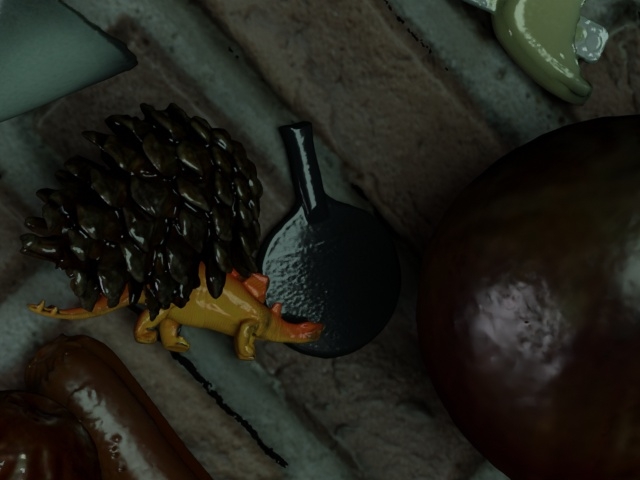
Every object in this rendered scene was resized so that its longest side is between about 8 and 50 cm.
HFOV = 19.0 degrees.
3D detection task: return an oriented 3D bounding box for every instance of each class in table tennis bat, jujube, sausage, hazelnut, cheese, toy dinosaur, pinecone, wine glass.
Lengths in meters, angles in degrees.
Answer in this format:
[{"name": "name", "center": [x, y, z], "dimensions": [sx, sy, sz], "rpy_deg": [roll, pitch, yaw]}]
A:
[{"name": "table tennis bat", "center": [0.000, 0.000, 1.868], "dimensions": [0.150, 0.027, 0.236], "rpy_deg": [-16, 100, -17]}, {"name": "jujube", "center": [-0.299, 0.272, 1.691], "dimensions": [0.197, 0.197, 0.290], "rpy_deg": [21, 103, -19]}, {"name": "sausage", "center": [-0.158, 0.229, 1.796], "dimensions": [0.102, 0.102, 0.330], "rpy_deg": [-39, 106, -12]}, {"name": "hazelnut", "center": [0.291, 0.044, 1.785], "dimensions": [0.421, 0.421, 0.352], "rpy_deg": [11, 47, -20]}, {"name": "cheese", "center": [0.189, -0.234, 1.902], "dimensions": [0.235, 0.050, 0.127], "rpy_deg": [23, 89, -18]}, {"name": "toy dinosaur", "center": [-0.129, 0.046, 1.805], "dimensions": [0.288, 0.070, 0.117], "rpy_deg": [11, 81, -17]}, {"name": "pinecone", "center": [-0.153, -0.018, 1.692], "dimensions": [0.184, 0.179, 0.204], "rpy_deg": [37, 65, 23]}, {"name": "wine glass", "center": [-0.377, -0.065, 1.624], "dimensions": [0.267, 0.267, 0.406], "rpy_deg": [36, 88, -18]}]
